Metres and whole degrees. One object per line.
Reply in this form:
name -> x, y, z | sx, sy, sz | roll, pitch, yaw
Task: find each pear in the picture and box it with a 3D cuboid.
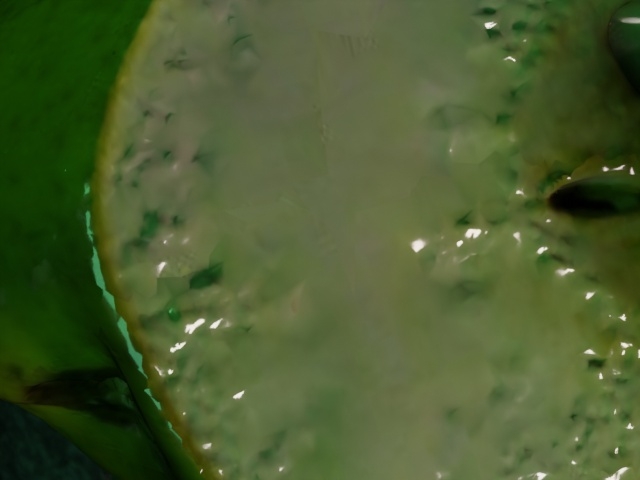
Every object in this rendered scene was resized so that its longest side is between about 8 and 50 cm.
pear -> 0.000, 0.000, 0.587 | 0.176, 0.282, 0.286 | -9, 98, 61
